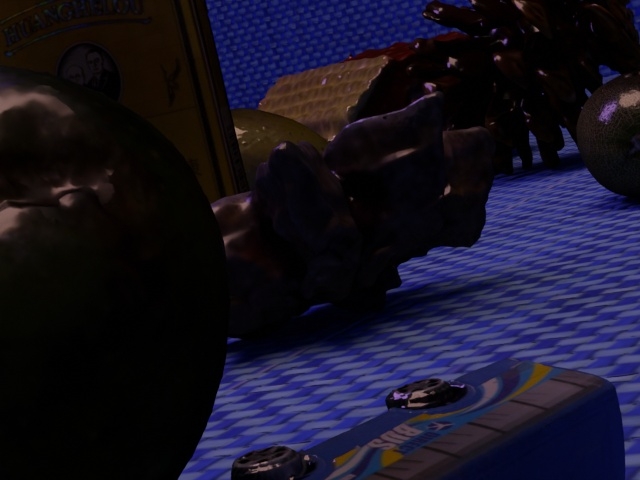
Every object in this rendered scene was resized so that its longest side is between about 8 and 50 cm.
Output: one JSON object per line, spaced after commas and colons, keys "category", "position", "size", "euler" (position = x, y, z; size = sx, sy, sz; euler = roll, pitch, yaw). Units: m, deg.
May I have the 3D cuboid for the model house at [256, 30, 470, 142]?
{"category": "model house", "position": [0.041, -0.124, 1.708], "size": [0.196, 0.160, 0.254], "euler": [-5, 11, 46]}

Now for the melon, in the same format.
{"category": "melon", "position": [0.248, -0.083, 1.189], "size": [0.099, 0.099, 0.162], "euler": [-11, 7, 16]}

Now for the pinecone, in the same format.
{"category": "pinecone", "position": [0.208, -0.182, 1.564], "size": [0.264, 0.264, 0.264], "euler": [-13, 6, 1]}

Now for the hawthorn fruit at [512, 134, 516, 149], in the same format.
{"category": "hawthorn fruit", "position": [0.170, -0.171, 1.860], "size": [0.173, 0.173, 0.179], "euler": [-13, 5, -2]}

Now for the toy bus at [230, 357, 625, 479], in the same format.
{"category": "toy bus", "position": [0.026, 0.076, 0.441], "size": [0.061, 0.051, 0.153], "euler": [1, 14, 43]}

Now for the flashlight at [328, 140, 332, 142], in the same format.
{"category": "flashlight", "position": [-0.120, -0.044, 1.599], "size": [0.424, 0.103, 0.103], "euler": [-8, 8, 30]}

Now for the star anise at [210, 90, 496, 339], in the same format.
{"category": "star anise", "position": [0.001, -0.001, 0.934], "size": [0.236, 0.109, 0.223], "euler": [-29, -8, 23]}

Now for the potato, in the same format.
{"category": "potato", "position": [-0.102, -0.049, 1.435], "size": [0.248, 0.143, 0.169], "euler": [-3, 4, 9]}

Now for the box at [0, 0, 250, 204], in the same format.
{"category": "box", "position": [-0.172, -0.100, 1.258], "size": [0.193, 0.301, 0.084], "euler": [-13, 8, 4]}

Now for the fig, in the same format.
{"category": "fig", "position": [-0.114, 0.046, 0.539], "size": [0.195, 0.195, 0.245], "euler": [-12, -28, 9]}
